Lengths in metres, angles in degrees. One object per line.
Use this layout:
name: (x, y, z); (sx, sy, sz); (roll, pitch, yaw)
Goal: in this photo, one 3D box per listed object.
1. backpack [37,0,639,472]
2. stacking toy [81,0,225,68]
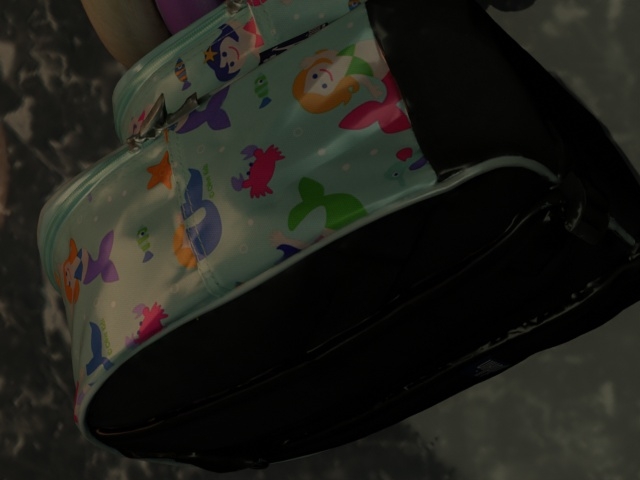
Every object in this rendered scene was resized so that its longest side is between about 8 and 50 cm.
backpack: (0.000, 0.000, 0.557); (0.253, 0.225, 0.191); (-37, 59, 20)
stacking toy: (0.048, -0.174, 0.593); (0.330, 0.141, 0.141); (-7, 90, 10)
